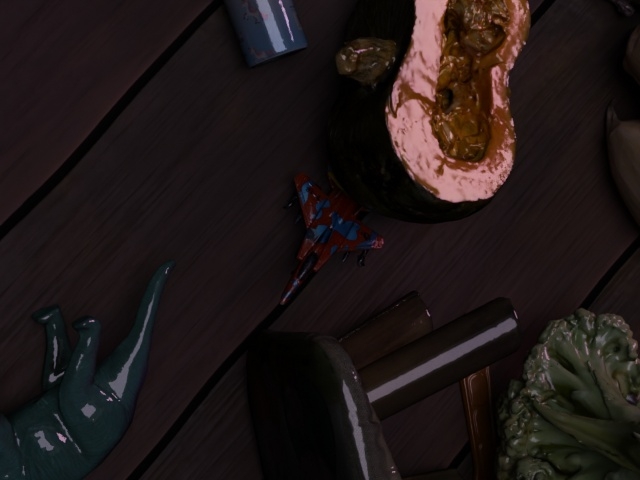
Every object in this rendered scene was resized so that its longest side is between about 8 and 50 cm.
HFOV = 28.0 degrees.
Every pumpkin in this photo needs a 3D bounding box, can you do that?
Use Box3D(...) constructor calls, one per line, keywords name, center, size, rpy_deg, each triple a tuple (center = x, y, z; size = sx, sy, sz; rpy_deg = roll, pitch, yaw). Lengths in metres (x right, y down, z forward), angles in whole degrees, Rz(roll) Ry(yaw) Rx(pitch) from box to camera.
Box3D(name="pumpkin", center=(0.106, -0.179, 1.411), size=(0.221, 0.139, 0.317), rpy_deg=(17, 76, -23))

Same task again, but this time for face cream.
Box3D(name="face cream", center=(-0.085, -0.310, 1.421), size=(0.075, 0.075, 0.229), rpy_deg=(-21, 94, -14))

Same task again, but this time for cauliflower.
Box3D(name="cauliflower", center=(0.344, 0.238, 1.431), size=(0.260, 0.281, 0.327), rpy_deg=(-23, 99, -42))

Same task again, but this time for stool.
Box3D(name="stool", center=(0.079, 0.221, 1.343), size=(0.226, 0.310, 0.310), rpy_deg=(-14, 94, -19))

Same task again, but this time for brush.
Box3D(name="brush", center=(0.195, 0.241, 1.519), size=(0.090, 0.017, 0.314), rpy_deg=(-8, 90, -15))

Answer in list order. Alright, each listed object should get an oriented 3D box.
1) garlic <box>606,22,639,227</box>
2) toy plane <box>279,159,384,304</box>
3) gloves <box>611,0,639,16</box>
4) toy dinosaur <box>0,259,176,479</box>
Box3D(name="garlic", center=(0.489, -0.121, 1.520), size=(0.313, 0.286, 0.249), rpy_deg=(24, 45, -18))
Box3D(name="toy plane", center=(-0.001, 0.001, 1.439), size=(0.130, 0.061, 0.189), rpy_deg=(39, 67, -12))
Box3D(name="gloves", center=(0.406, -0.317, 1.541), size=(0.144, 0.094, 0.110), rpy_deg=(33, 76, 5))
Box3D(name="toy dinosaur", center=(-0.263, 0.248, 1.368), size=(0.383, 0.129, 0.331), rpy_deg=(-26, 107, -15))
